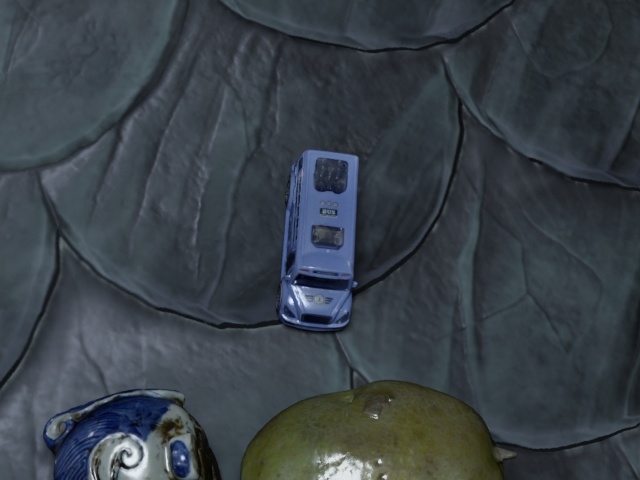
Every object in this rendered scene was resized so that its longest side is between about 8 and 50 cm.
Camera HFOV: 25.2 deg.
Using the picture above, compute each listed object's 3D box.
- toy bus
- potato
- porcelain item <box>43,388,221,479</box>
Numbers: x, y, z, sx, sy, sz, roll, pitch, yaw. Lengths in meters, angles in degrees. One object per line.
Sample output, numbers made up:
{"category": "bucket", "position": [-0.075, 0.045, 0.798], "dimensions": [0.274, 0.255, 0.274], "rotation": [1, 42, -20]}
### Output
{"category": "toy bus", "position": [0.000, 0.000, 1.383], "dimensions": [0.073, 0.076, 0.167], "rotation": [6, 70, -10]}
{"category": "potato", "position": [0.054, 0.216, 1.282], "dimensions": [0.251, 0.159, 0.174], "rotation": [-14, 101, -4]}
{"category": "porcelain item", "position": [-0.169, 0.276, 1.234], "dimensions": [0.186, 0.138, 0.288], "rotation": [-12, 78, 2]}
